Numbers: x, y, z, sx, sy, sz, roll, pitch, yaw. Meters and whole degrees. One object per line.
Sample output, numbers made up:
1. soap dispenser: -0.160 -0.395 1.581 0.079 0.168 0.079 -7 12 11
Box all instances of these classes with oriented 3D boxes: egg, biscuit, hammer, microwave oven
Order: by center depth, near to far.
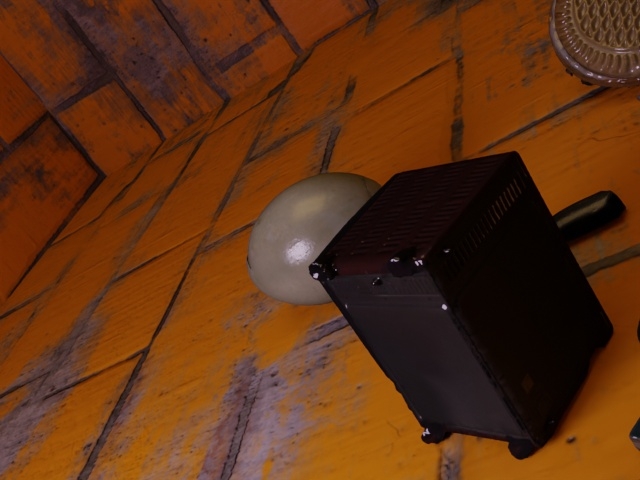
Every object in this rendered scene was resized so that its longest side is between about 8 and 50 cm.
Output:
1. microwave oven: 0.136 0.062 0.813 0.188 0.247 0.178 -7 33 50
2. hammer: 0.240 0.021 1.011 0.289 0.037 0.137 -30 22 18
3. biscuit: 0.465 -0.349 1.207 0.259 0.079 0.259 -9 72 29
4. egg: 0.000 0.000 1.216 0.253 0.186 0.186 -34 21 21

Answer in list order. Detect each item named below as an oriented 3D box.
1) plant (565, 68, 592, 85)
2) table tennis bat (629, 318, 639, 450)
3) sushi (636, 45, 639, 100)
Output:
1. plant: 0.472 -0.307 1.283 0.174 0.085 0.087 -36 -2 15
2. table tennis bat: 0.352 0.084 0.738 0.274 0.021 0.154 -47 23 -29
3. sushi: 0.545 -0.273 1.065 0.273 0.134 0.109 -38 3 39
